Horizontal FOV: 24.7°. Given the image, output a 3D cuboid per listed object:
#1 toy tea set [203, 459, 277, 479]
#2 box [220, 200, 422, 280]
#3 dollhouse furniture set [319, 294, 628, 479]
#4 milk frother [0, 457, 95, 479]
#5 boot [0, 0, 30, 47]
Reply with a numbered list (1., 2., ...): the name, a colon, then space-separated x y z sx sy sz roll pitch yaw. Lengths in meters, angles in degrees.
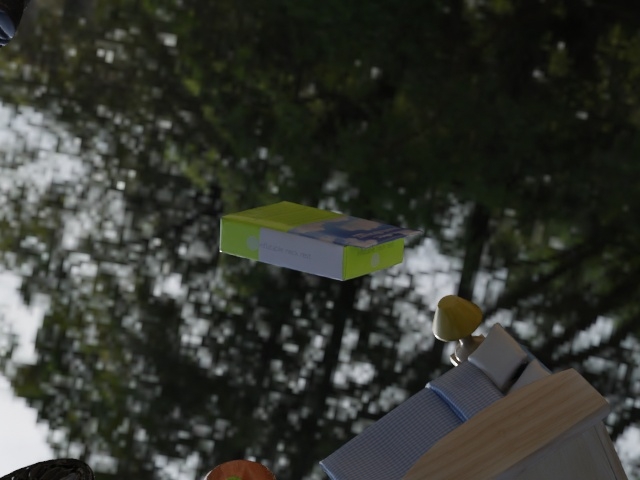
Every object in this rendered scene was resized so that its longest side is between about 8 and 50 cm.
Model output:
1. toy tea set: -0.040 0.351 1.376 0.336 0.200 0.124 39 -163 -25
2. box: 0.000 0.000 1.480 0.178 0.042 0.109 13 -163 34
3. dollhouse furniture set: 0.063 0.165 1.083 0.286 0.198 0.303 -32 -144 -6
4. milk frother: -0.137 0.176 0.642 0.129 0.134 0.143 -29 -161 -18
5. boot: -0.385 -0.330 1.311 0.338 0.222 0.118 30 145 -19
